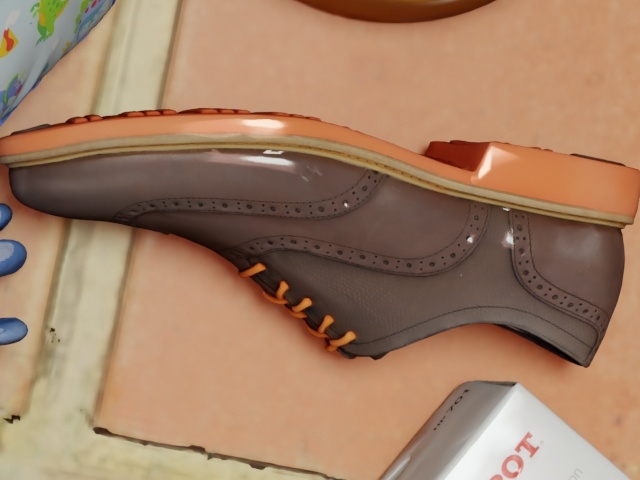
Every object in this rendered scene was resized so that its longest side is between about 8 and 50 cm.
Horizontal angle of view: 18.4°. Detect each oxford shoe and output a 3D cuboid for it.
[{"bbox_3d":[0.000,0.000,0.811,0.271,0.097,0.098,7,91,-10],"label":"oxford shoe"}]

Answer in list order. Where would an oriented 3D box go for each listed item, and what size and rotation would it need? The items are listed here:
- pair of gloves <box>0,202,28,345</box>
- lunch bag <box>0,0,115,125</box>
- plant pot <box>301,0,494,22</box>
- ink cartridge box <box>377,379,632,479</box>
[{"bbox_3d":[-0.186,-0.032,0.755,0.023,0.159,0.198,-38,91,24],"label":"pair of gloves"},{"bbox_3d":[-0.137,-0.119,0.761,0.129,0.096,0.151,-52,139,-37],"label":"lunch bag"},{"bbox_3d":[0.048,-0.202,0.781,0.205,0.188,0.205,1,86,-10],"label":"plant pot"},{"bbox_3d":[0.099,0.170,0.825,0.191,0.082,0.139,41,81,-7],"label":"ink cartridge box"}]
